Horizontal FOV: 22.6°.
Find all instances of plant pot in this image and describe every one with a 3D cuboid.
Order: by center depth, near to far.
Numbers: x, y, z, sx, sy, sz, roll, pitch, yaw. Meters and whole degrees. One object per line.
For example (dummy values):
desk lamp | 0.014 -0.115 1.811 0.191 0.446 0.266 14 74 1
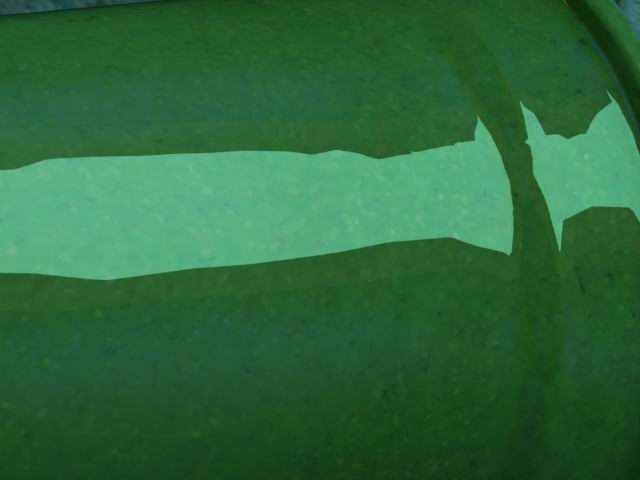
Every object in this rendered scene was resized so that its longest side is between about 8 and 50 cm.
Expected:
plant pot | -0.054 0.023 0.553 0.254 0.276 0.276 -2 53 -32
